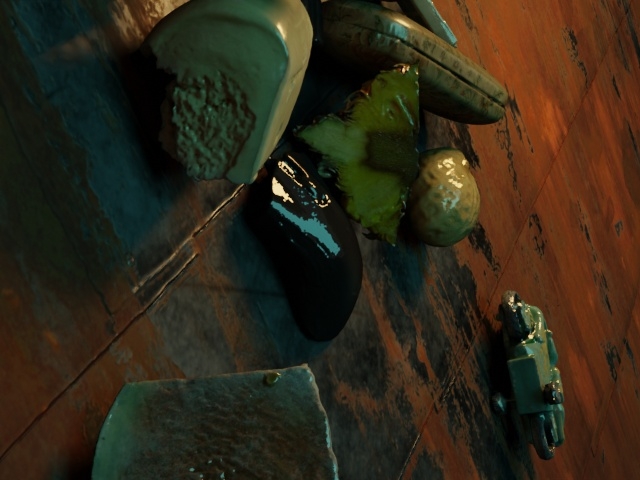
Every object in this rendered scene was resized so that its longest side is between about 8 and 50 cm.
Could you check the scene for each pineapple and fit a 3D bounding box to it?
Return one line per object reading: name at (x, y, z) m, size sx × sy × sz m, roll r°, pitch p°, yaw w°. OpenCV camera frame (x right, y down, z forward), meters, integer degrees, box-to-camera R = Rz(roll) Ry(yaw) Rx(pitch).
pineapple at (0.043, -0.128, 1.488) m, size 0.140 × 0.164 × 0.250 m, roll -102°, pitch -170°, yaw -69°

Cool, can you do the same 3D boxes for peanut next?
peanut at (0.185, -0.068, 1.686) m, size 0.140 × 0.109 × 0.159 m, roll 47°, pitch 46°, yaw -63°

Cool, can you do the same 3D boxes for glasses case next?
glasses case at (0.139, -0.255, 1.620) m, size 0.425 × 0.156 × 0.098 m, roll 16°, pitch 93°, yaw -57°

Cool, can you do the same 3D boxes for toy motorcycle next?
toy motorcycle at (0.362, 0.226, 1.915) m, size 0.198 × 0.109 × 0.296 m, roll -10°, pitch 88°, yaw -69°

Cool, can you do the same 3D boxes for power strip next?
power strip at (0.143, -0.369, 1.713) m, size 0.029 × 0.080 × 0.227 m, roll -39°, pitch 107°, yaw -7°

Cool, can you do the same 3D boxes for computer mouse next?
computer mouse at (0.000, 0.000, 1.392) m, size 0.264 × 0.088 × 0.147 m, roll 61°, pitch 33°, yaw -24°

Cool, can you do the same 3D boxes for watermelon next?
watermelon at (-0.087, 0.239, 1.057) m, size 0.262 × 0.201 × 0.213 m, roll 17°, pitch 57°, yaw -52°

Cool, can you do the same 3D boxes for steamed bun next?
steamed bun at (-0.105, -0.188, 1.224) m, size 0.225 × 0.170 × 0.200 m, roll -63°, pitch 167°, yaw -68°

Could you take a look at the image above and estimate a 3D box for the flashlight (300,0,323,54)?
flashlight at (-0.040, -0.437, 1.453) m, size 0.103 × 0.103 × 0.424 m, roll 16°, pitch 69°, yaw -56°
